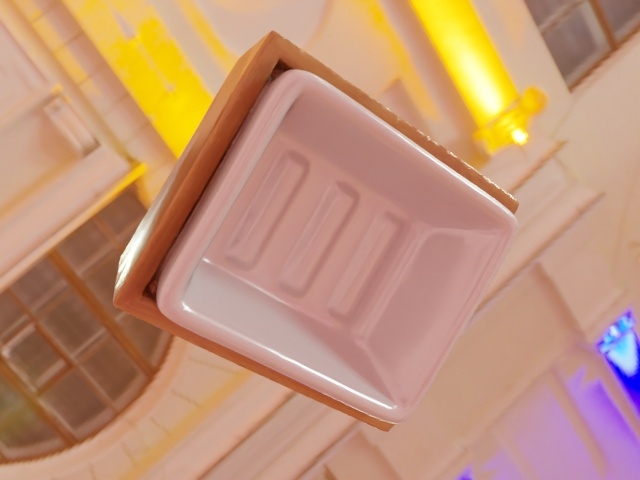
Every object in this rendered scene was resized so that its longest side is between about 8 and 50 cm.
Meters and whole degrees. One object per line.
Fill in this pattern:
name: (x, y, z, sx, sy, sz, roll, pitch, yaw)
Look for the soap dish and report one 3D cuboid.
soap dish: (0.000, 0.000, 0.893, 0.229, 0.291, 0.118, -60, -145, 0)
